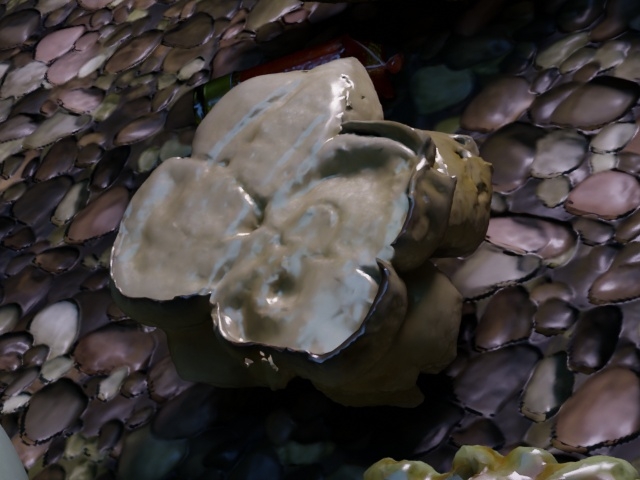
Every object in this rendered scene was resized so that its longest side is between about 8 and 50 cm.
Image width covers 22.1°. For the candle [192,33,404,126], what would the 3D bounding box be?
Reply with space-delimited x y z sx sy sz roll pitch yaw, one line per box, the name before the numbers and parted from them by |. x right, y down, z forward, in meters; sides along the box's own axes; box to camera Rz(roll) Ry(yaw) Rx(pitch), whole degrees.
candle | -0.010 -0.090 0.984 0.131 0.052 0.052 -18 42 18

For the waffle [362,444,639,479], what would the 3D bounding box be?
waffle | 0.062 0.168 0.665 0.223 0.054 0.204 -5 47 32

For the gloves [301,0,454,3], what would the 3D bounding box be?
gloves | 0.062 -0.242 0.970 0.356 0.203 0.155 -20 18 13

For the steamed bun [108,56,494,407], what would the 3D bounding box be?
steamed bun | 0.000 0.000 0.845 0.178 0.106 0.192 8 63 35

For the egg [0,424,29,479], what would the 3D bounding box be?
egg | -0.227 0.169 0.743 0.203 0.203 0.282 -21 44 15
